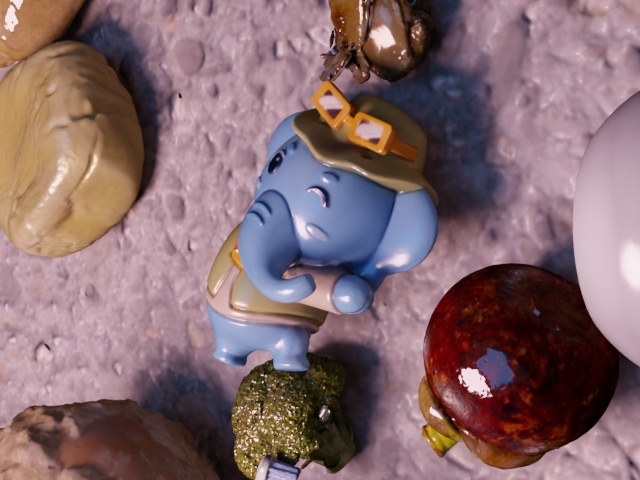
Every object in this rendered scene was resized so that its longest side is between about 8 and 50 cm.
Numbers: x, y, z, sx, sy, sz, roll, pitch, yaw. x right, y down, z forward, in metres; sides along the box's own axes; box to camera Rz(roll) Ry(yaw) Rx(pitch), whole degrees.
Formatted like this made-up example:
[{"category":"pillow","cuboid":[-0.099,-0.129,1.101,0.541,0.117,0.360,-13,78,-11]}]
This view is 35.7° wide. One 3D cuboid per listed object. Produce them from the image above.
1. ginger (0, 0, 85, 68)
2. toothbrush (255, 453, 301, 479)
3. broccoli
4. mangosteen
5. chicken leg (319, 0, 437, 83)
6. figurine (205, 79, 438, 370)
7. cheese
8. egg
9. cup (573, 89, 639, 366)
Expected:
[{"category":"ginger","cuboid":[-0.320,-0.305,1.095,0.138,0.152,0.267,39,129,3]},{"category":"toothbrush","cuboid":[-0.074,0.352,0.916,0.040,0.040,0.386,31,121,32]},{"category":"broccoli","cuboid":[-0.022,0.161,0.898,0.131,0.130,0.120,-43,103,12]},{"category":"mangosteen","cuboid":[0.150,0.108,0.766,0.145,0.156,0.181,9,126,10]},{"category":"chicken leg","cuboid":[0.031,-0.229,0.883,0.125,0.080,0.196,-32,70,44]},{"category":"figurine","cuboid":[0.001,0.000,0.842,0.180,0.153,0.262,23,91,66]},{"category":"cheese","cuboid":[-0.294,-0.101,1.090,0.226,0.117,0.214,-41,61,33]},{"category":"egg","cuboid":[-0.212,0.298,0.940,0.279,0.279,0.310,-1,107,35]},{"category":"cup","cuboid":[0.326,-0.011,0.586,0.317,0.212,0.212,-2,88,36]}]
